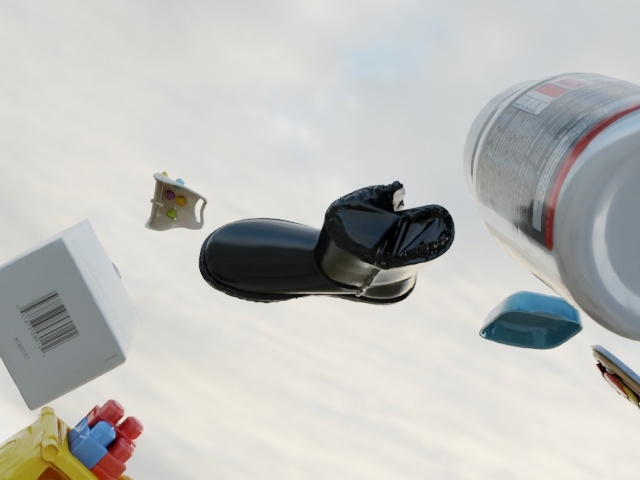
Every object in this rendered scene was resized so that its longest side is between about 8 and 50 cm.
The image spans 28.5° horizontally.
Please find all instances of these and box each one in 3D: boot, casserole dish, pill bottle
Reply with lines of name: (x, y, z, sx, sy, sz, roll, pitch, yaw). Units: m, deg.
boot: (0.000, 0.000, 1.287, 0.246, 0.094, 0.207, 8, -19, -4)
casserole dish: (0.282, 0.106, 1.687, 0.114, 0.037, 0.188, 12, -19, -5)
pill bottle: (0.266, -0.051, 1.204, 0.210, 0.210, 0.363, 44, 3, -17)

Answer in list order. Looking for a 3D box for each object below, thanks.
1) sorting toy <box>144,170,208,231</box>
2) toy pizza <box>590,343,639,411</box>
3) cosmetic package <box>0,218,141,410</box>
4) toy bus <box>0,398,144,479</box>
sorting toy: (-0.184, -0.047, 1.650, 0.075, 0.045, 0.083, 22, -55, 10)
toy pizza: (0.431, 0.215, 1.682, 0.201, 0.032, 0.201, 42, 1, -1)
cosmetic package: (-0.371, 0.095, 1.816, 0.197, 0.155, 0.365, 63, -3, -5)
toy bus: (-0.264, 0.288, 1.390, 0.220, 0.211, 0.149, 49, -3, -20)
